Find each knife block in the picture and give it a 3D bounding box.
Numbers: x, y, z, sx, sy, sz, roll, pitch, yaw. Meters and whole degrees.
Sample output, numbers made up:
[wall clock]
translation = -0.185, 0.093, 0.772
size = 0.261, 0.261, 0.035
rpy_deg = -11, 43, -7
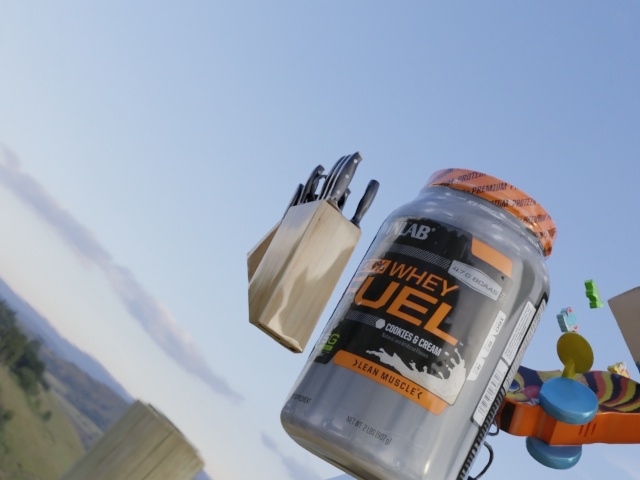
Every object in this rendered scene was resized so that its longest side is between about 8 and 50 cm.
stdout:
[knife block]
translation = 0.000, 0.000, 1.196
size = 0.088, 0.242, 0.276
rpy_deg = 38, 20, -24

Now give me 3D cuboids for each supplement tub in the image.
[supplement tub]
translation = 0.109, 0.096, 0.825
size = 0.193, 0.316, 0.194
rpy_deg = 27, -18, 9

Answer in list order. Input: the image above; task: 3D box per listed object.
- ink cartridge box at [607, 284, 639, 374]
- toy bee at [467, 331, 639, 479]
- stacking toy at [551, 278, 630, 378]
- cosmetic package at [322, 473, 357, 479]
[ink cartridge box]
translation = 0.566, 0.105, 1.042
size = 0.197, 0.269, 0.198
rpy_deg = -41, -113, 60
[toy bee]
translation = 0.279, 0.195, 1.027
size = 0.298, 0.195, 0.162
rpy_deg = 17, 24, -28
[stacking toy]
translation = 0.511, 0.197, 1.623
size = 0.167, 0.052, 0.221
rpy_deg = -19, -94, 47
[cosmetic package]
translation = 0.108, 0.687, 1.512
size = 0.230, 0.161, 0.454
rpy_deg = -96, 167, -74
